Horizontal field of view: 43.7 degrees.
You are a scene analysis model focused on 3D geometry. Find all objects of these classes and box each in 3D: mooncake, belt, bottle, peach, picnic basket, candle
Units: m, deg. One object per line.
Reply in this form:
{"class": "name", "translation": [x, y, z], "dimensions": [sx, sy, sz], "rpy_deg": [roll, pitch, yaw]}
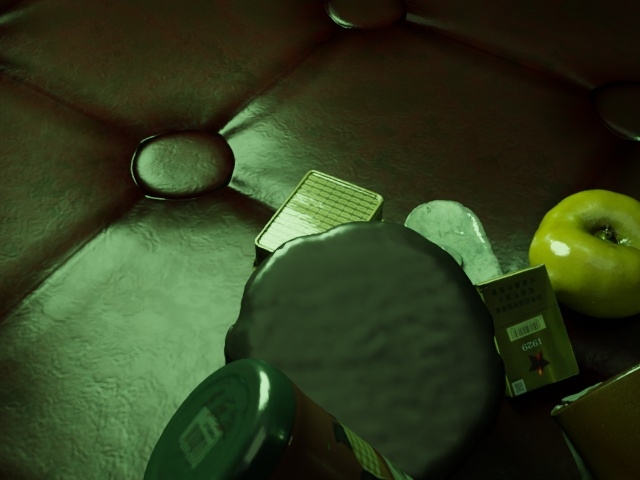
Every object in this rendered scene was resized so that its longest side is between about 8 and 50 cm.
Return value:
{"class": "mooncake", "translation": [0.041, 0.126, 0.819], "dimensions": [0.283, 0.141, 0.283], "rpy_deg": [1, 71, -3]}
{"class": "belt", "translation": [0.401, 0.142, 0.777], "dimensions": [0.338, 0.217, 0.122], "rpy_deg": [-25, 68, -2]}
{"class": "bottle", "translation": [0.025, 0.242, 0.647], "dimensions": [0.144, 0.336, 0.144], "rpy_deg": [-37, 27, 22]}
{"class": "peach", "translation": [0.346, 0.019, 0.976], "dimensions": [0.179, 0.103, 0.179], "rpy_deg": [2, 50, -3]}
{"class": "picnic basket", "translation": [0.000, 0.000, 0.994], "dimensions": [0.115, 0.079, 0.164], "rpy_deg": [23, 52, 17]}
{"class": "candle", "translation": [0.147, 0.046, 0.969], "dimensions": [0.168, 0.068, 0.192], "rpy_deg": [31, 58, 21]}

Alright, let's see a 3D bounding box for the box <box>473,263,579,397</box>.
{"class": "box", "translation": [0.231, 0.100, 0.903], "dimensions": [0.090, 0.023, 0.133], "rpy_deg": [-17, 89, -14]}
